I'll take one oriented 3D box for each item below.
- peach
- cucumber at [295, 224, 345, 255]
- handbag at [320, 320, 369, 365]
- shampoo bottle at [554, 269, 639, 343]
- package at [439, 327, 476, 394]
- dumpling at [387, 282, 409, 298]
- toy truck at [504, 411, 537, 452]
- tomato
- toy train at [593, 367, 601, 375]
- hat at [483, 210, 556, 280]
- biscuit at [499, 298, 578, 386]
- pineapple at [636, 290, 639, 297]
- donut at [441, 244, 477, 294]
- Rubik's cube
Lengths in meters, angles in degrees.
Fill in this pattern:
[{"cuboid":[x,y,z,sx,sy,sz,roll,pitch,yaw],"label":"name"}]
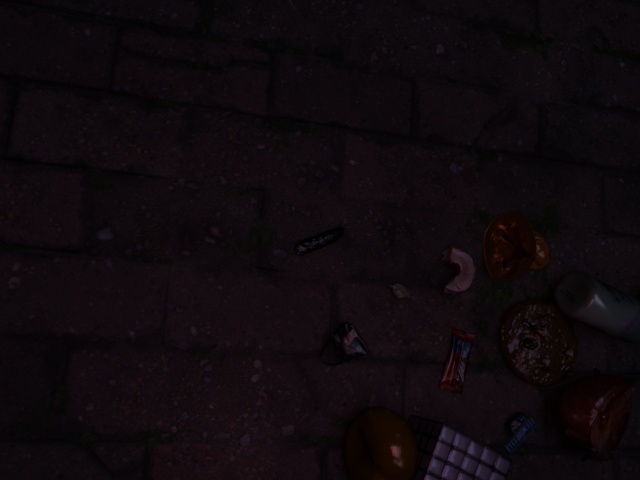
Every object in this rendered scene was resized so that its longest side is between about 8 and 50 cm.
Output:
[{"cuboid":[0.162,0.591,1.467,0.153,0.251,0.251,14,75,-35],"label":"peach"},{"cuboid":[0.000,0.000,1.644,0.181,0.053,0.053,-24,85,-17],"label":"cucumber"},{"cuboid":[0.061,0.325,1.592,0.139,0.072,0.115,-32,89,-4],"label":"handbag"},{"cuboid":[0.968,0.235,1.750,0.349,0.222,0.151,25,108,-17],"label":"shampoo bottle"},{"cuboid":[0.442,0.386,1.684,0.083,0.022,0.200,21,74,-9],"label":"package"},{"cuboid":[0.254,0.161,1.666,0.043,0.059,0.077,-33,90,-8],"label":"dumpling"},{"cuboid":[0.618,0.607,1.655,0.136,0.074,0.063,-41,90,-16],"label":"toy truck"},{"cuboid":[0.864,0.539,1.679,0.309,0.170,0.309,-12,109,-40],"label":"tomato"},{"cuboid":[0.954,0.477,1.786,0.017,0.017,0.083,-10,81,-16],"label":"toy train"},{"cuboid":[0.703,0.043,1.730,0.233,0.244,0.233,16,84,-24],"label":"hat"},{"cuboid":[0.729,0.337,1.733,0.296,0.075,0.296,2,79,-12],"label":"biscuit"},{"cuboid":[1.236,0.283,1.818,0.165,0.165,0.364,-21,82,-16],"label":"pineapple"},{"cuboid":[0.456,0.102,1.720,0.117,0.065,0.166,12,78,-9],"label":"donut"},{"cuboid":[0.357,0.662,1.501,0.237,0.237,0.238,27,74,-5],"label":"Rubik's cube"}]
